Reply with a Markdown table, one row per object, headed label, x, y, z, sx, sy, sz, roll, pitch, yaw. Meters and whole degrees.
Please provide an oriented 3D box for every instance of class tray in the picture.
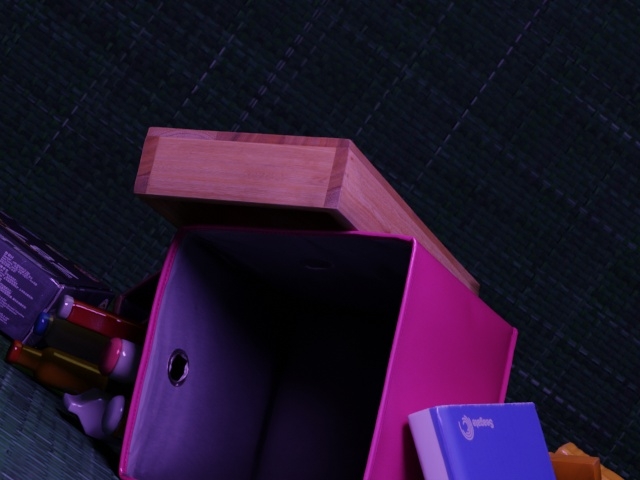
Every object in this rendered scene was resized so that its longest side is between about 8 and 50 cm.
| label | x | y | z | sx | sy | sz | roll | pitch | yaw |
| --- | --- | --- | --- | --- | --- | --- | --- | --- | --- |
| tray | 0.000 | 0.000 | 1.926 | 0.203 | 0.076 | 0.411 | 5 | -17 | 23 |

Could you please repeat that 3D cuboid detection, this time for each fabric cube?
| label | x | y | z | sx | sy | sz | roll | pitch | yaw |
| --- | --- | --- | --- | --- | --- | --- | --- | --- | --- |
| fabric cube | 0.004 | 0.148 | 1.841 | 0.259 | 0.254 | 0.258 | 4 | -17 | 28 |

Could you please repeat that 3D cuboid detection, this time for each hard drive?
| label | x | y | z | sx | sy | sz | roll | pitch | yaw |
| --- | --- | --- | --- | --- | --- | --- | --- | --- | --- |
| hard drive | 0.179 | 0.302 | 1.743 | 0.210 | 0.040 | 0.318 | 7 | 65 | -60 |

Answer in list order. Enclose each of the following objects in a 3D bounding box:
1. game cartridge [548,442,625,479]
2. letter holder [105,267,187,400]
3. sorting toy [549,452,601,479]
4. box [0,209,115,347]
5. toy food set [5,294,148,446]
| label | x | y | z | sx | sy | sz | roll | pitch | yaw |
| --- | --- | --- | --- | --- | --- | --- | --- | --- | --- |
| game cartridge | 0.333 | 0.432 | 2.283 | 0.324 | 0.285 | 0.053 | 34 | 22 | 18 |
| letter holder | -0.064 | 0.150 | 2.220 | 0.302 | 0.214 | 0.152 | 34 | 41 | -28 |
| sorting toy | 0.190 | 0.308 | 2.288 | 0.307 | 0.229 | 0.041 | 2 | 20 | 30 |
| box | -0.450 | -0.019 | 2.324 | 0.395 | 0.097 | 0.318 | 36 | 2 | 6 |
| toy food set | -0.229 | 0.121 | 1.907 | 0.104 | 0.111 | 0.232 | 23 | 4 | -20 |
